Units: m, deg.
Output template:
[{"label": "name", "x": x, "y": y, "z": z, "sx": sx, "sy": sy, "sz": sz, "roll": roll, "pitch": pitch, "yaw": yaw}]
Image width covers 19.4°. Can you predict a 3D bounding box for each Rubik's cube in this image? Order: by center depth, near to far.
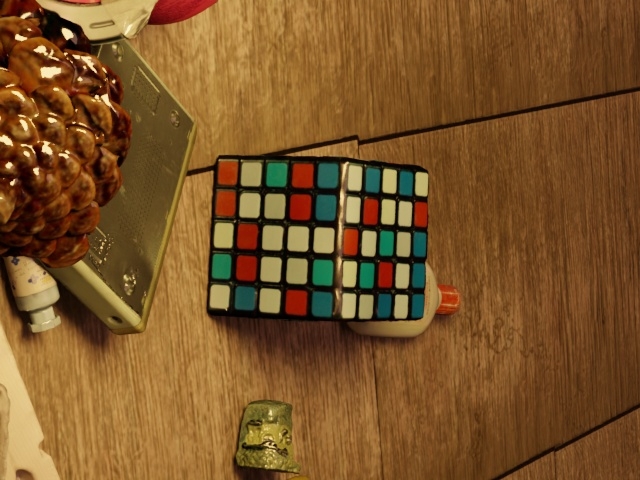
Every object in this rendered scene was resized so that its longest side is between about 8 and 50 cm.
[{"label": "Rubik's cube", "x": 0.000, "y": 0.000, "z": 2.096, "sx": 0.182, "sy": 0.187, "sz": 0.184, "roll": 6, "pitch": 84, "yaw": -55}]

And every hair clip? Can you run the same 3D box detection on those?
[{"label": "hair clip", "x": -0.317, "y": 0.167, "z": 1.729, "sx": 0.101, "sy": 0.085, "sz": 0.330, "roll": -47, "pitch": 129, "yaw": -41}]

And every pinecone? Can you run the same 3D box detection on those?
[{"label": "pinecone", "x": -0.275, "y": -0.097, "z": 1.650, "sx": 0.272, "sy": 0.224, "sz": 0.224, "roll": -104, "pitch": 173, "yaw": -60}]

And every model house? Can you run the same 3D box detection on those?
[{"label": "model house", "x": -0.057, "y": 0.221, "z": 2.123, "sx": 0.079, "sy": 0.066, "sz": 0.083, "roll": 21, "pitch": 73, "yaw": -55}]

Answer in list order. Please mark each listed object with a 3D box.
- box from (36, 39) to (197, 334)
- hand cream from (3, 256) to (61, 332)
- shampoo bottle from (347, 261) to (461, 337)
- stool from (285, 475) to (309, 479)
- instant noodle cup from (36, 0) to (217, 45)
[{"label": "box", "x": -0.209, "y": -0.068, "z": 1.876, "sx": 0.211, "sy": 0.045, "sz": 0.270, "roll": 52, "pitch": 40, "yaw": -43}, {"label": "hand cream", "x": -0.286, "y": 0.005, "z": 1.806, "sx": 0.065, "sy": 0.043, "sz": 0.170, "roll": -33, "pitch": 115, "yaw": -55}, {"label": "shampoo bottle", "x": 0.106, "y": 0.070, "z": 2.366, "sx": 0.221, "sy": 0.051, "sz": 0.108, "roll": 8, "pitch": 83, "yaw": -55}, {"label": "stool", "x": -0.043, "y": 0.338, "z": 2.094, "sx": 0.110, "sy": 0.135, "sz": 0.134, "roll": -10, "pitch": 89, "yaw": -48}, {"label": "instant noodle cup", "x": -0.177, "y": -0.315, "z": 1.808, "sx": 0.181, "sy": 0.258, "sz": 0.302, "roll": 25, "pitch": 70, "yaw": -69}]
